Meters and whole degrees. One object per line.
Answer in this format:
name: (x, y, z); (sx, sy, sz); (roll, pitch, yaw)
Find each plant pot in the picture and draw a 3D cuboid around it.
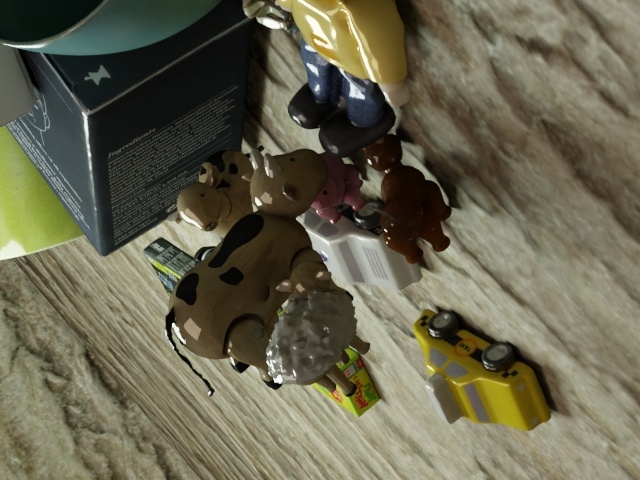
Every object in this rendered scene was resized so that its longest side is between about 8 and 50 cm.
plant pot: (-0.449, -0.153, 2.355); (0.275, 0.275, 0.293); (10, 120, 64)
plant pot: (-0.182, -0.297, 1.429); (0.290, 0.290, 0.195); (38, -166, 35)

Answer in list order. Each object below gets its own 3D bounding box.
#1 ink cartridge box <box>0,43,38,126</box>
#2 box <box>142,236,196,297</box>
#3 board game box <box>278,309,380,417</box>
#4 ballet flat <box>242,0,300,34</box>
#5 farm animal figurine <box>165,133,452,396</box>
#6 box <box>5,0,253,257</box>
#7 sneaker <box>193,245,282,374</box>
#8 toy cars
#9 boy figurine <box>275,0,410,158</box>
ink cartridge box: (-0.425, -0.184, 1.642); (0.218, 0.159, 0.092); (40, 153, 42)
box: (-0.197, 0.101, 2.520); (0.191, 0.045, 0.184); (30, 150, 50)
board game box: (0.001, 0.172, 2.176); (0.181, 0.043, 0.092); (29, 151, 50)
ballet flat: (-0.055, -0.236, 1.540); (0.114, 0.041, 0.041); (36, 156, 41)
farm animal figurine: (-0.054, -0.005, 1.552); (0.330, 0.326, 0.172); (-3, 138, 47)
box: (-0.250, -0.212, 1.747); (0.293, 0.212, 0.395); (52, 163, 14)
sneaker: (-0.116, 0.099, 2.284); (0.121, 0.079, 0.217); (18, 135, 65)
toy cars: (0.090, 0.079, 1.714); (0.393, 0.087, 0.176); (48, 161, 11)
boy figurine: (0.016, -0.189, 1.381); (0.177, 0.092, 0.285); (46, 165, 24)
